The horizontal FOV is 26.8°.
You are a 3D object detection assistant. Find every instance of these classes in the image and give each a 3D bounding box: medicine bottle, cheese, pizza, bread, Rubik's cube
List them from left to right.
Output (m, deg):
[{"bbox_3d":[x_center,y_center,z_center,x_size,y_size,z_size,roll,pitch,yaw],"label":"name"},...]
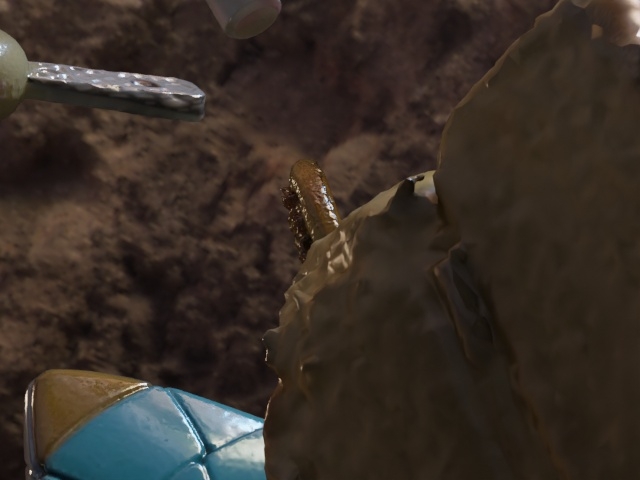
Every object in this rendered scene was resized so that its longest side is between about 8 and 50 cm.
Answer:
[{"bbox_3d":[-0.172,-0.087,0.705,0.127,0.235,0.049,-139,-123,-62],"label":"cheese"},{"bbox_3d":[-0.085,0.166,0.862,0.254,0.254,0.254,-22,-127,33],"label":"Rubik's cube"},{"bbox_3d":[-0.072,-0.210,1.078,0.052,0.052,0.089,-37,-109,22],"label":"medicine bottle"},{"bbox_3d":[-0.001,0.000,1.171,0.046,0.134,0.175,-17,-164,0],"label":"pizza"},{"bbox_3d":[0.202,0.119,0.662,0.279,0.390,0.371,-37,-121,32],"label":"bread"}]
